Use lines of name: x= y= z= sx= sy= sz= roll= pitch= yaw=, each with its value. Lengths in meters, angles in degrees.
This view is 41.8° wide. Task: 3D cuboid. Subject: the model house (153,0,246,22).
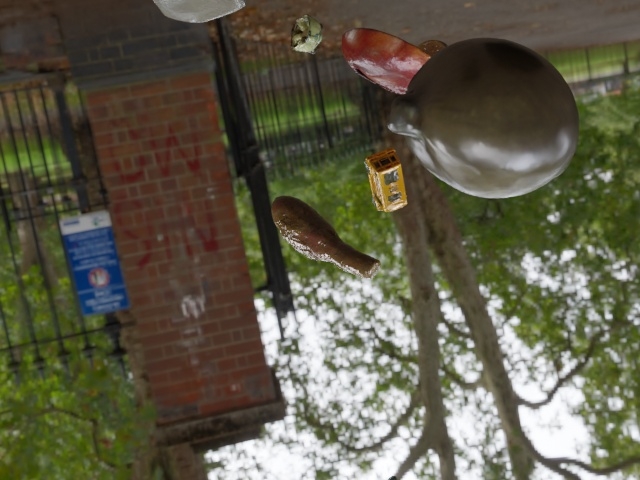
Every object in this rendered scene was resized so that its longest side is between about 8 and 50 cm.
model house: x=-0.163 y=-0.407 z=1.117 sx=0.123 sy=0.188 sz=0.229 roll=7 pitch=176 yaw=10

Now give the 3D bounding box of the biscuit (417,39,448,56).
biscuit: x=0.256 y=-0.397 z=2.016 sx=0.124 sy=0.175 sz=0.026 roll=35 pitch=-155 yaw=34

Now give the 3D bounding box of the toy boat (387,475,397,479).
toy boat: x=0.225 y=0.700 z=2.001 sx=0.084 sy=0.276 sz=0.111 roll=-35 pitch=169 yaw=-8

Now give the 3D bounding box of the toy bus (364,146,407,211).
toy bus: x=0.146 y=-0.118 z=1.791 sx=0.070 sy=0.162 sz=0.074 roll=-23 pitch=-131 yaw=-6

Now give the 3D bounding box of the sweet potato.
sweet potato: x=0.000 y=0.000 z=2.021 sx=0.109 sy=0.109 sz=0.385 roll=-16 pitch=-140 yaw=-38

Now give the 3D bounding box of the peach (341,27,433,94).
peach: x=0.149 y=-0.320 z=1.602 sx=0.279 sy=0.068 sz=0.189 roll=25 pitch=174 yaw=39

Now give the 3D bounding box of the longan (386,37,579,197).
longan: x=0.252 y=-0.192 z=1.304 sx=0.301 sy=0.243 sz=0.300 roll=6 pitch=-166 yaw=-2

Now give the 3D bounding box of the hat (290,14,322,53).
hat: x=-0.026 y=-0.462 z=1.888 sx=0.059 sy=0.077 sz=0.076 roll=17 pitch=159 yaw=-30
